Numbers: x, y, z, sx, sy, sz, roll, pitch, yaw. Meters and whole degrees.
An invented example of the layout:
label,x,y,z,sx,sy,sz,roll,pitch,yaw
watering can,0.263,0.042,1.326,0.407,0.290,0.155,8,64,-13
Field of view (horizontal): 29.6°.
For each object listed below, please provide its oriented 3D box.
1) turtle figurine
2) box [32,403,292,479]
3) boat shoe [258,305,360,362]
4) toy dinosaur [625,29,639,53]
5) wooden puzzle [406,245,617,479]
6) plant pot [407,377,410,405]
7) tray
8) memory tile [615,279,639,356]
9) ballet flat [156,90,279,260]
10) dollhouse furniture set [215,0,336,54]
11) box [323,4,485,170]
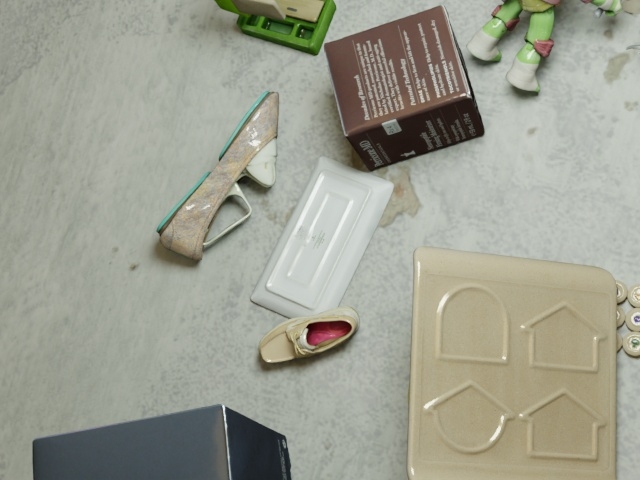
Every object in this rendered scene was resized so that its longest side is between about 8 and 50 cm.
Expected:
label,x,y,z,sx,sy,sz,roll,pitch,yaw
turtle figurine,0.366,-0.386,1.907,0.197,0.275,0.266,26,118,-4
box,-0.218,0.366,1.764,0.296,0.294,0.183,-12,71,12
boat shoe,-0.021,0.150,1.891,0.170,0.059,0.063,-24,99,8
toy dinosaur,0.642,-0.285,1.829,0.313,0.121,0.160,29,95,18
wooden puzzle,0.269,0.193,1.726,0.322,0.080,0.348,7,74,-18
plant pot,0.193,0.192,1.798,0.095,0.134,0.134,14,77,-2
tray,0.000,0.000,1.957,0.145,0.030,0.270,22,81,22
memory tile,0.453,0.116,1.798,0.148,0.012,0.113,6,75,18
ballet flat,-0.139,-0.098,2.002,0.106,0.107,0.316,38,92,3
dollhouse furniture set,-0.045,-0.500,2.033,0.151,0.197,0.302,17,79,22
box,0.135,-0.238,1.915,0.203,0.168,0.167,-17,70,11
